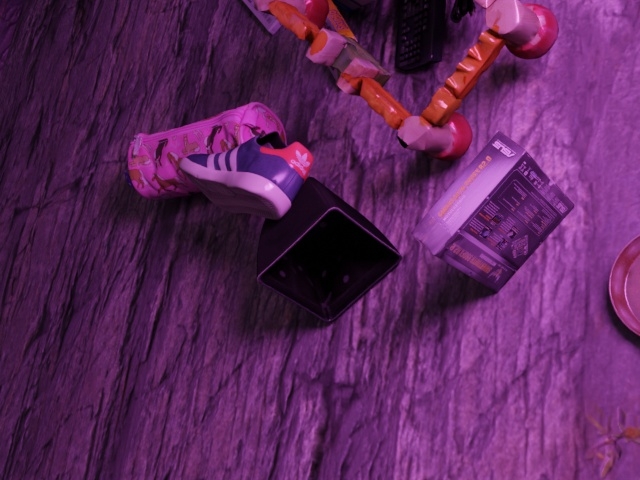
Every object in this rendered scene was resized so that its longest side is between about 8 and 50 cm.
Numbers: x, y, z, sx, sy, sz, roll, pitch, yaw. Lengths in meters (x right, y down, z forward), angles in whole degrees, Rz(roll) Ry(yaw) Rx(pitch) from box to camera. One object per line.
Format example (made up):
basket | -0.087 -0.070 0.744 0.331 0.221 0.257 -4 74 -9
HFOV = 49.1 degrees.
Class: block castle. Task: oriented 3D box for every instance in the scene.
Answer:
block castle | 0.136 -0.379 1.174 0.453 0.213 0.303 46 116 20

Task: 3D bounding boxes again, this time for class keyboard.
keyboard | 0.212 -0.484 1.308 0.201 0.033 0.317 -2 83 54

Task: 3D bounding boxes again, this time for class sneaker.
sneaker | -0.137 -0.138 1.322 0.350 0.131 0.148 18 67 49

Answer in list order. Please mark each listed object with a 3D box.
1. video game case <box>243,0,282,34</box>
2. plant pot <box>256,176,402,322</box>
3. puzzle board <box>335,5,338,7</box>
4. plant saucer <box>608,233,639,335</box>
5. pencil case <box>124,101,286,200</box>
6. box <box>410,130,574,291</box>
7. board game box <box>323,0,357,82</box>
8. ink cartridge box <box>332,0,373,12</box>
video game case | -0.098 -0.614 1.691 0.183 0.023 0.201 -46 49 15
plant pot | 0.000 0.000 1.254 0.187 0.188 0.167 -43 36 17
puzzle board | -0.006 -0.522 1.584 0.128 0.011 0.096 -52 48 10
plant saucer | 0.475 0.059 0.935 0.168 0.029 0.168 -15 63 33
pencil case | -0.253 -0.188 1.530 0.386 0.167 0.160 -7 88 34
box | 0.256 -0.032 1.015 0.183 0.231 0.056 -50 52 12
board game box | 0.017 -0.432 1.452 0.039 0.124 0.259 -19 57 -14
ink cartridge box | 0.088 -0.555 1.414 0.148 0.086 0.203 -60 19 3
